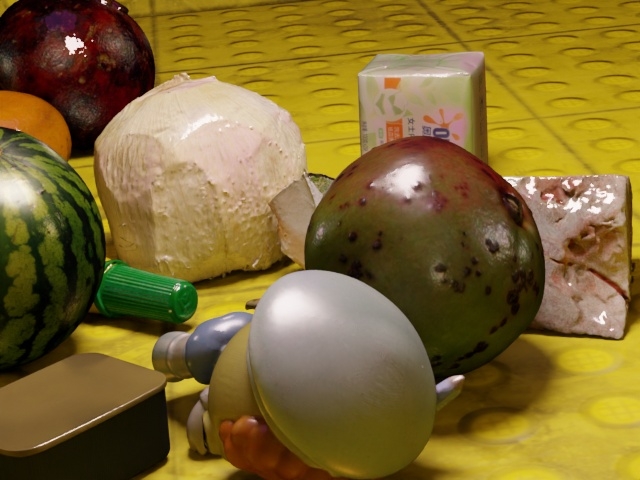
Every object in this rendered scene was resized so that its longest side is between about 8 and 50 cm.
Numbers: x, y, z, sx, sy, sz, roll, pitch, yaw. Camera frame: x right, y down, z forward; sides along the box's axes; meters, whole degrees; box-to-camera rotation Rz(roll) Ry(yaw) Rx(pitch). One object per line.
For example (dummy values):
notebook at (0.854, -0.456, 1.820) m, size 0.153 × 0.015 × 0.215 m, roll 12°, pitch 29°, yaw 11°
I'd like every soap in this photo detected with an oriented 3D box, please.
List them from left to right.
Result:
soap at (0.159, -0.180, 2.261) m, size 0.182 × 0.199 × 0.138 m, roll 2°, pitch 18°, yaw 15°

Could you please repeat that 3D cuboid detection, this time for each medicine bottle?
medicine bottle at (-0.286, 0.057, 1.884) m, size 0.309 × 0.076 × 0.111 m, roll 11°, pitch 26°, yaw 34°

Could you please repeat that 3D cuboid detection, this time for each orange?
orange at (-0.514, -0.138, 2.337) m, size 0.240 × 0.171 × 0.240 m, roll -5°, pitch 27°, yaw 3°

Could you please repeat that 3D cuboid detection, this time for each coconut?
coconut at (-0.167, -0.093, 2.012) m, size 0.297 × 0.255 × 0.297 m, roll -3°, pitch 19°, yaw 1°

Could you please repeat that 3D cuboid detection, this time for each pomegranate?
pomegranate at (0.090, 0.049, 1.612) m, size 0.323 × 0.291 × 0.291 m, roll -46°, pitch 22°, yaw 4°

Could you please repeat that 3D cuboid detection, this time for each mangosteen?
mangosteen at (-0.457, -0.273, 2.613) m, size 0.306 × 0.359 × 0.306 m, roll 27°, pitch 12°, yaw -6°

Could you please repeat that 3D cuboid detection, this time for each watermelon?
watermelon at (-0.396, 0.012, 1.734) m, size 0.285 × 0.285 × 0.285 m, roll -4°, pitch 20°, yaw 1°
watermelon at (0.289, 0.022, 1.795) m, size 0.310 × 0.193 × 0.232 m, roll 1°, pitch -3°, yaw -23°

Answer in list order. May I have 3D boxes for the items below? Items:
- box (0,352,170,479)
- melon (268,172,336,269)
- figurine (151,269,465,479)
box at (-0.257, 0.196, 1.468) m, size 0.144 × 0.090 × 0.201 m, roll 12°, pitch 26°, yaw 39°
melon at (0.003, 0.003, 1.936) m, size 0.093 × 0.202 × 0.139 m, roll -14°, pitch 59°, yaw 24°
figurine at (-0.064, 0.128, 1.468) m, size 0.382 × 0.205 × 0.224 m, roll 4°, pitch 14°, yaw 45°
